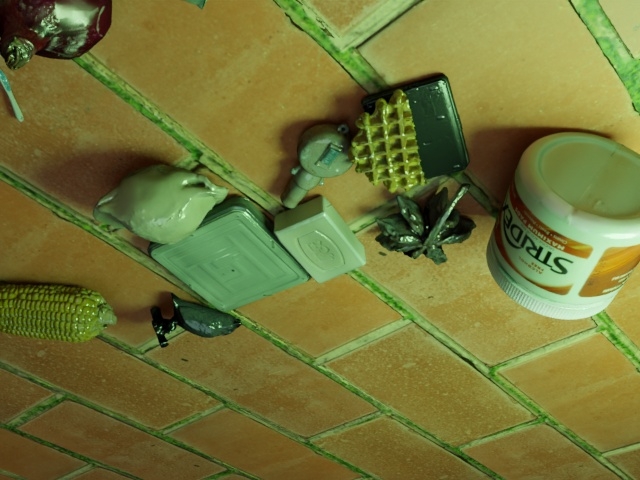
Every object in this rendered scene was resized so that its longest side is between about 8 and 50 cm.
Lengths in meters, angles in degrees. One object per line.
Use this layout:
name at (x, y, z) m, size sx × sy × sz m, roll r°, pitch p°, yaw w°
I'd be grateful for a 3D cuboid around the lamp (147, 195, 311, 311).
lamp at (-0.190, 0.040, 1.420) m, size 0.266 × 0.047 × 0.269 m, roll -22°, pitch 132°, yaw 26°

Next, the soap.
soap at (0.000, 0.000, 1.357) m, size 0.121 × 0.064 × 0.183 m, roll -22°, pitch 133°, yaw 21°

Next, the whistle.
whistle at (-0.010, -0.135, 1.215) m, size 0.107 × 0.057 × 0.220 m, roll 22°, pitch 136°, yaw -22°

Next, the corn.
corn at (-0.639, 0.162, 1.511) m, size 0.346 × 0.130 × 0.130 m, roll 4°, pitch 138°, yaw 1°

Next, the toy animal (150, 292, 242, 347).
toy animal at (-0.293, 0.174, 1.566) m, size 0.210 × 0.121 × 0.117 m, roll -6°, pitch 95°, yaw -15°

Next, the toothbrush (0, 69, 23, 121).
toothbrush at (-0.538, -0.268, 1.120) m, size 0.017 × 0.014 × 0.162 m, roll 15°, pitch 140°, yaw 14°

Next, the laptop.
laptop at (0.173, -0.187, 1.172) m, size 0.153 × 0.026 × 0.207 m, roll -12°, pitch 135°, yaw 16°

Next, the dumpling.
dumpling at (-0.291, -0.064, 1.254) m, size 0.258 × 0.147 × 0.193 m, roll -14°, pitch 166°, yaw 9°

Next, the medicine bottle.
medicine bottle at (0.445, -0.027, 1.171) m, size 0.252 × 0.253 × 0.241 m, roll 3°, pitch 138°, yaw -2°

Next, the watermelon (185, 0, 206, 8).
watermelon at (-0.255, -0.447, 0.857) m, size 0.226 × 0.148 × 0.318 m, roll -4°, pitch 155°, yaw 32°

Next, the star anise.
star anise at (0.213, -0.026, 1.302) m, size 0.209 × 0.089 × 0.231 m, roll -5°, pitch 149°, yaw -3°

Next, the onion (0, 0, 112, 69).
onion at (-0.386, -0.323, 0.901) m, size 0.139 × 0.218 × 0.195 m, roll -31°, pitch 129°, yaw 30°

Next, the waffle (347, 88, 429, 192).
waffle at (0.133, -0.162, 1.151) m, size 0.192 × 0.046 × 0.160 m, roll 31°, pitch 120°, yaw -33°
